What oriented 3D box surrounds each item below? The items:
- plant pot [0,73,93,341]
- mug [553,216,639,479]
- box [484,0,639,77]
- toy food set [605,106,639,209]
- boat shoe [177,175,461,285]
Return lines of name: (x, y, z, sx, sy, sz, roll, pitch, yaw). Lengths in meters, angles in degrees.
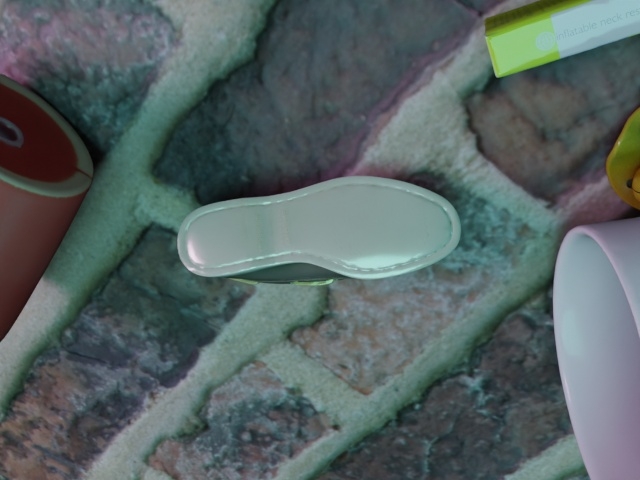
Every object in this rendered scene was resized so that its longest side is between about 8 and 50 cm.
plant pot: (-0.399, -0.041, 0.700, 0.275, 0.275, 0.243, 44, 110, -12)
mug: (0.405, 0.085, 0.530, 0.328, 0.276, 0.374, -7, 160, 6)
box: (0.231, -0.193, 0.547, 0.178, 0.109, 0.042, -14, 111, 20)
toy food set: (0.383, -0.084, 0.595, 0.218, 0.071, 0.128, -21, 112, 22)
boat shoe: (0.000, -0.005, 0.716, 0.305, 0.091, 0.109, -4, 81, 12)
